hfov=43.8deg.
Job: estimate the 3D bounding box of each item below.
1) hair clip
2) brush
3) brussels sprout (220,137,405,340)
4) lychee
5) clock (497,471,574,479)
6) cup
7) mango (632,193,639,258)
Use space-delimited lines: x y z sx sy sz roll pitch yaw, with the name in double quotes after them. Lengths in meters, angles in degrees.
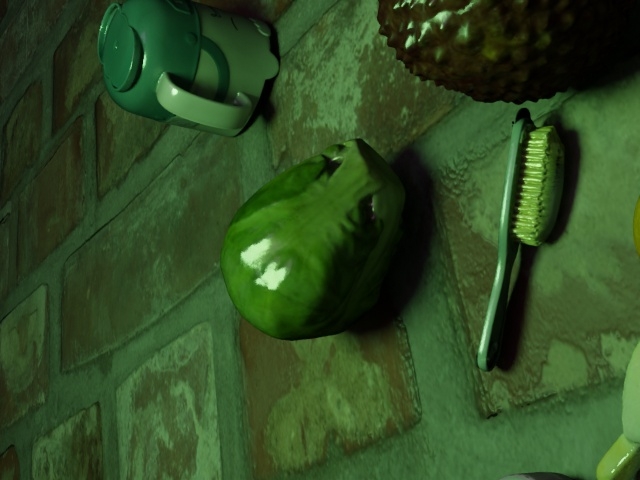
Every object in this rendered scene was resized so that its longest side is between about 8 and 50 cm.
0.317 0.180 0.701 0.159 0.071 0.218 -31 52 46 "hair clip"
0.226 0.003 0.876 0.060 0.068 0.297 10 92 31 "brush"
0.000 0.000 1.036 0.271 0.219 0.210 -49 60 5 "brussels sprout"
0.190 -0.270 0.811 0.304 0.275 0.276 121 143 -51 "lychee"
0.185 0.370 0.790 0.248 0.090 0.227 -43 49 38 "clock"
-0.224 -0.288 1.367 0.219 0.257 0.290 -61 40 28 "cup"
0.346 -0.050 0.720 0.098 0.075 0.190 22 91 44 "mango"
